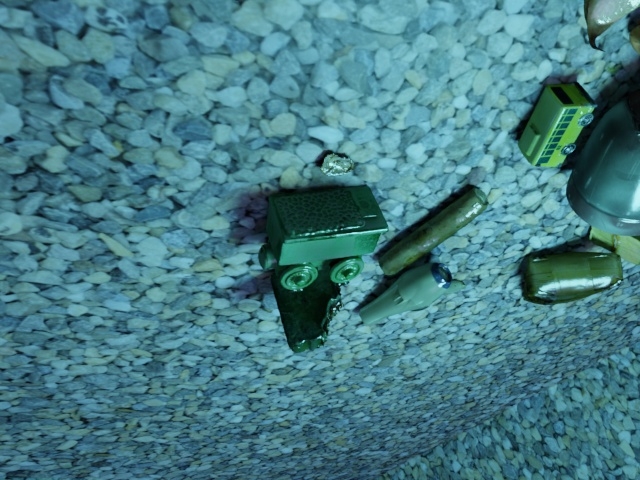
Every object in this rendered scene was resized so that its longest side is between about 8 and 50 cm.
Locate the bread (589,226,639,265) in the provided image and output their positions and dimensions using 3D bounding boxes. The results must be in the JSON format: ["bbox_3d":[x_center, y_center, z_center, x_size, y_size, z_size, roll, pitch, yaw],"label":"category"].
[{"bbox_3d":[0.917,-0.085,1.780,0.264,0.163,0.168,-48,147,-14],"label":"bread"}]

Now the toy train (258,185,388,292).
[{"bbox_3d":[0.000,0.000,1.338,0.265,0.145,0.202,-7,141,-19],"label":"toy train"}]

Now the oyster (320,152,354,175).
[{"bbox_3d":[0.036,-0.154,1.255,0.083,0.019,0.054,9,135,-33],"label":"oyster"}]

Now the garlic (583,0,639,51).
[{"bbox_3d":[0.518,-0.435,1.036,0.206,0.128,0.115,-39,-175,30],"label":"garlic"}]

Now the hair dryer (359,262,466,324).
[{"bbox_3d":[0.256,0.166,1.759,0.295,0.119,0.298,-25,159,18],"label":"hair dryer"}]

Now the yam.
[{"bbox_3d":[0.274,-0.017,1.522,0.071,0.067,0.317,40,118,-21],"label":"yam"}]

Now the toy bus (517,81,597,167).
[{"bbox_3d":[0.494,-0.240,1.308,0.101,0.088,0.175,-7,141,-17],"label":"toy bus"}]

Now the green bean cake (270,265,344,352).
[{"bbox_3d":[-0.010,0.160,1.502,0.193,0.209,0.107,-12,148,-9],"label":"green bean cake"}]

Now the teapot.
[{"bbox_3d":[0.732,-0.215,1.377,0.315,0.233,0.312,-38,149,-28],"label":"teapot"}]

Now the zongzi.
[{"bbox_3d":[0.766,0.130,1.899,0.273,0.145,0.300,-6,158,13],"label":"zongzi"}]

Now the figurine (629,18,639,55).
[{"bbox_3d":[0.677,-0.416,1.152,0.194,0.102,0.111,-27,148,15],"label":"figurine"}]
